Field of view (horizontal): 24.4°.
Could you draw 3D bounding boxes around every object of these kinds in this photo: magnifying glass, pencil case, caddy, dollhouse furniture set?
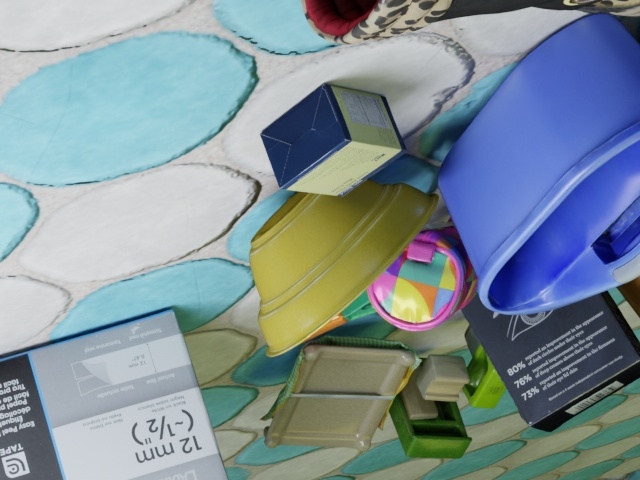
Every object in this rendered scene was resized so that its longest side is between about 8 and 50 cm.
[{"bbox_3d":[0.049,0.077,1.760,0.231,0.026,0.092,-24,160,13],"label":"magnifying glass"},{"bbox_3d":[0.111,0.030,1.501,0.104,0.104,0.236,-25,180,13],"label":"pencil case"},{"bbox_3d":[0.266,-0.054,1.356,0.241,0.179,0.341,-6,149,-32],"label":"caddy"},{"bbox_3d":[0.071,0.165,1.937,0.302,0.151,0.197,5,132,-22],"label":"dollhouse furniture set"}]

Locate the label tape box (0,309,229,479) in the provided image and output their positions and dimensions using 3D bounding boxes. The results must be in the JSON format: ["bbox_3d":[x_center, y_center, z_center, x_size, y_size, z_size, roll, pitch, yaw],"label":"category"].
[{"bbox_3d":[-0.220,0.274,1.541,0.249,0.347,0.115,-15,159,-13],"label":"label tape box"}]

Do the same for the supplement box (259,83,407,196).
[{"bbox_3d":[0.011,-0.084,1.257,0.083,0.056,0.083,-34,155,34],"label":"supplement box"}]

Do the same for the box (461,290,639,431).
[{"bbox_3d":[0.267,0.097,1.725,0.153,0.207,0.108,-32,160,13],"label":"box"}]

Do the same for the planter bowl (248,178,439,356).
[{"bbox_3d":[0.000,0.000,1.361,0.217,0.090,0.217,-42,-172,7],"label":"planter bowl"}]

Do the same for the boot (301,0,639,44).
[{"bbox_3d":[0.159,-0.241,0.888,0.284,0.138,0.377,-12,164,-22],"label":"boot"}]

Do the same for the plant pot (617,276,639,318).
[{"bbox_3d":[0.478,0.020,1.758,0.291,0.203,0.291,-18,159,-7],"label":"plant pot"}]
